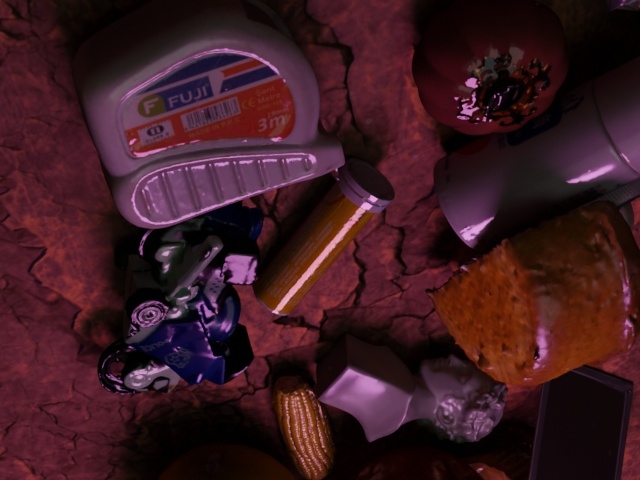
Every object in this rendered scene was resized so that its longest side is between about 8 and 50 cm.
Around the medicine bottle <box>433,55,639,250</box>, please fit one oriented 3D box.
[{"bbox_3d":[0.306,-0.111,1.632,0.341,0.130,0.130,-26,136,28],"label":"medicine bottle"}]

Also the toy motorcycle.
[{"bbox_3d":[-0.158,0.078,1.708,0.196,0.125,0.331,2,133,-24],"label":"toy motorcycle"}]

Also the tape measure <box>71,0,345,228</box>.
[{"bbox_3d":[-0.124,-0.146,1.510,0.258,0.130,0.265,-19,129,-7],"label":"tape measure"}]

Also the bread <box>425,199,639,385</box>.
[{"bbox_3d":[0.278,0.083,1.712,0.194,0.179,0.340,-18,171,-20],"label":"bread"}]

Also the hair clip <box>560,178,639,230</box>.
[{"bbox_3d":[0.353,-0.073,1.749,0.071,0.159,0.218,-34,180,-42],"label":"hair clip"}]

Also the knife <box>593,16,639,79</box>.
[{"bbox_3d":[0.441,-0.311,1.628,0.061,0.027,0.343,27,116,-17],"label":"knife"}]

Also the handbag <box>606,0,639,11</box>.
[{"bbox_3d":[0.410,-0.313,1.556,0.173,0.095,0.117,1,130,1],"label":"handbag"}]

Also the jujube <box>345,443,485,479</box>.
[{"bbox_3d":[0.103,0.426,1.965,0.223,0.223,0.318,19,130,-32],"label":"jujube"}]

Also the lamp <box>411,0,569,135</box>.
[{"bbox_3d":[0.195,-0.195,1.569,0.182,0.140,0.182,-11,137,-10],"label":"lamp"}]

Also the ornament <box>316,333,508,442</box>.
[{"bbox_3d":[0.126,0.217,1.929,0.285,0.120,0.130,7,133,-23],"label":"ornament"}]

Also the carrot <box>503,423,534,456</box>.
[{"bbox_3d":[0.372,0.346,2.178,0.257,0.061,0.061,29,116,-35],"label":"carrot"}]

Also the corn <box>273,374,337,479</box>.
[{"bbox_3d":[-0.022,0.261,1.952,0.072,0.072,0.203,-19,133,-3],"label":"corn"}]

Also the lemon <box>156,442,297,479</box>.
[{"bbox_3d":[-0.127,0.387,1.914,0.240,0.240,0.219,-13,122,-9],"label":"lemon"}]

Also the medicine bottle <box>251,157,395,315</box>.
[{"bbox_3d":[0.000,0.000,1.722,0.074,0.074,0.218,20,122,-33],"label":"medicine bottle"}]

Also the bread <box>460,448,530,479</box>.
[{"bbox_3d":[0.213,0.440,2.121,0.288,0.204,0.156,-33,165,18],"label":"bread"}]

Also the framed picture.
[{"bbox_3d":[0.381,0.311,2.058,0.197,0.252,0.014,22,162,-33],"label":"framed picture"}]
